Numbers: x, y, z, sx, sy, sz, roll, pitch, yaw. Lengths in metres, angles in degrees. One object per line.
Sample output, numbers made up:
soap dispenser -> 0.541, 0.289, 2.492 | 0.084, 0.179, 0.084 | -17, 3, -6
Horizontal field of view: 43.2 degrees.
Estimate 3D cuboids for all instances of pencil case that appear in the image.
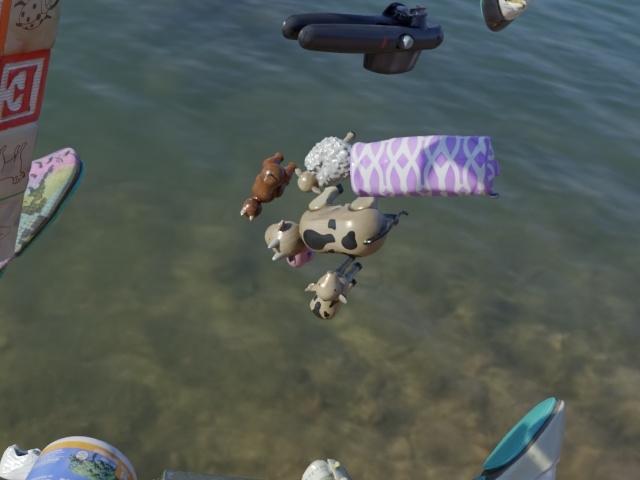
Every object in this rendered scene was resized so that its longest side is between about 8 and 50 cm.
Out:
pencil case -> 0.143, -0.101, 1.115 | 0.206, 0.086, 0.088 | 2, 7, 17

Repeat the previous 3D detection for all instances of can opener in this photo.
can opener -> 0.045, -0.188, 0.748 | 0.059, 0.073, 0.186 | 26, 24, 38

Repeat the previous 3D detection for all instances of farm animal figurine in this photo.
farm animal figurine -> 0.000, 0.000, 1.461 | 0.327, 0.330, 0.172 | -17, 24, 44

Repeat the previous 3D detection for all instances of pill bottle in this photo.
pill bottle -> -0.354, 0.405, 1.074 | 0.153, 0.152, 0.272 | 10, 29, 0

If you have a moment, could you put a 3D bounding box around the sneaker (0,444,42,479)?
sneaker -> -0.538, 0.434, 1.542 | 0.152, 0.061, 0.054 | 15, -1, 2

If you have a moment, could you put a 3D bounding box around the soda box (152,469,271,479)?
soda box -> -0.132, 0.349, 1.074 | 0.181, 0.058, 0.061 | 14, 55, -25

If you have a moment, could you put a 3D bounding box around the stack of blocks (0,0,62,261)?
stack of blocks -> -0.235, -0.037, 0.310 | 0.087, 0.171, 0.297 | 25, 23, 10

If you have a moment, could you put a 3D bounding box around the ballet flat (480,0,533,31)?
ballet flat -> 0.248, -0.344, 1.079 | 0.074, 0.203, 0.074 | -9, 58, 14

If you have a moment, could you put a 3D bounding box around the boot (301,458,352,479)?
boot -> 0.023, 0.304, 0.866 | 0.077, 0.213, 0.165 | -27, 50, -7

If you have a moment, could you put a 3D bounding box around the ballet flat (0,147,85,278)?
ballet flat -> -0.299, -0.004, 0.720 | 0.079, 0.221, 0.076 | 29, 24, -33

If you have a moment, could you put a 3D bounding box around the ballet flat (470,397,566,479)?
ballet flat -> 0.205, 0.280, 0.902 | 0.248, 0.086, 0.086 | -37, 53, -20
